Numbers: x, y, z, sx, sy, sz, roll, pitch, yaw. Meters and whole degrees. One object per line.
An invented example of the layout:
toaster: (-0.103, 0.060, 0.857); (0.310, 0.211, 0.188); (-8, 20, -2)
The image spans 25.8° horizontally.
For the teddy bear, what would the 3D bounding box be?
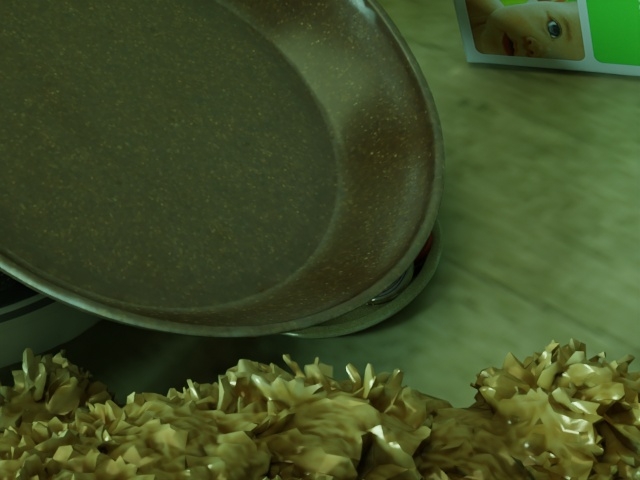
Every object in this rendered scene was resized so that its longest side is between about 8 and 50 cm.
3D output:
teddy bear: (-0.062, 0.083, 0.323); (0.338, 0.113, 0.245); (-6, 23, 20)

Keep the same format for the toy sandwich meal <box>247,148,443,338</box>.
toy sandwich meal: (0.000, 0.000, 0.485); (0.086, 0.029, 0.085); (-10, 44, 10)

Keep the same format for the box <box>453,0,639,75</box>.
box: (0.152, -0.185, 0.452); (0.231, 0.262, 0.126); (10, 51, 26)

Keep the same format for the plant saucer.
plant saucer: (-0.055, -0.046, 0.448); (0.199, 0.036, 0.198); (15, 49, -18)

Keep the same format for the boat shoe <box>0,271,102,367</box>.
boat shoe: (-0.140, -0.002, 0.435); (0.080, 0.076, 0.228); (24, 27, 34)
